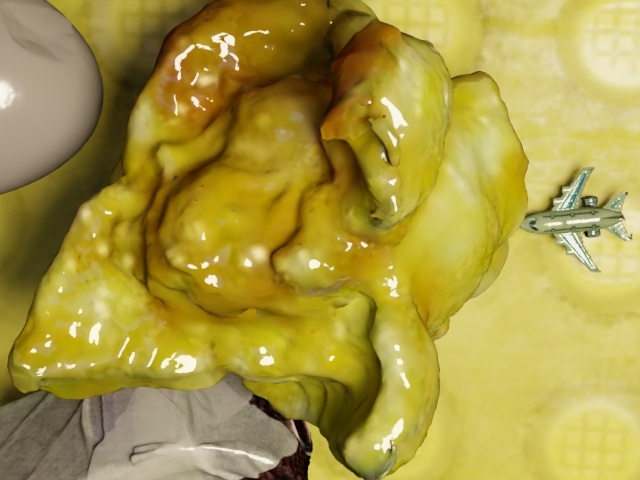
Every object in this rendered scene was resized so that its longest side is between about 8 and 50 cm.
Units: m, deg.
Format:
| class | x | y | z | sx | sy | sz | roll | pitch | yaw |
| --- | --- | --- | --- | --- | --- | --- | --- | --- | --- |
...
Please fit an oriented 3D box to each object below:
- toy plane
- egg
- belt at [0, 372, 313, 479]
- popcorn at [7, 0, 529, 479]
| class | x | y | z | sx | sy | sz | roll | pitch | yaw |
| --- | --- | --- | --- | --- | --- | --- | --- | --- | --- |
| toy plane | 0.193 | -0.016 | 0.858 | 0.083 | 0.033 | 0.080 | -4 | 100 | 12 |
| egg | -0.271 | -0.113 | 0.803 | 0.232 | 0.176 | 0.176 | 9 | 100 | 4 |
| belt | -0.146 | 0.183 | 0.854 | 0.289 | 0.164 | 0.184 | -24 | 123 | 9 |
| popcorn | -0.005 | 0.007 | 0.749 | 0.321 | 0.290 | 0.325 | -43 | 64 | 21 |
